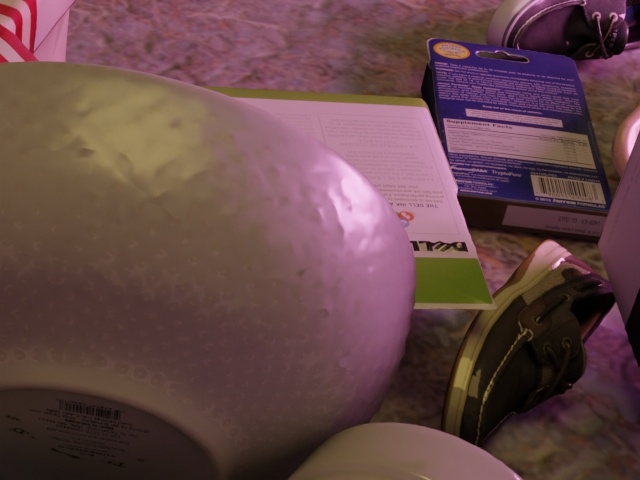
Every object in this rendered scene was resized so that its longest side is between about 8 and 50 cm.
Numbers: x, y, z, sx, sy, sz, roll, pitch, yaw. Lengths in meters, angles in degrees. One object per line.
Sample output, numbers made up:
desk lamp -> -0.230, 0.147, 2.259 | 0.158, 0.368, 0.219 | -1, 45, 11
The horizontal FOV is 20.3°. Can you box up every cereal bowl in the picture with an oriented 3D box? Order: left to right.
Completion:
cereal bowl -> -0.121, 0.057, 0.990 | 0.338, 0.339, 0.141 | 11, 58, -1

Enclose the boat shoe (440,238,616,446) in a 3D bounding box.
boat shoe -> 0.148, 0.071, 1.223 | 0.073, 0.080, 0.223 | 18, 33, 17

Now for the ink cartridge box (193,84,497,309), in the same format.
ink cartridge box -> 0.000, 0.000, 1.254 | 0.188, 0.097, 0.255 | 2, 37, -12

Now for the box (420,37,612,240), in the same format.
box -> 0.156, -0.086, 1.463 | 0.136, 0.036, 0.225 | 7, 39, -7

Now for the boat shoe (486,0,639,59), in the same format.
boat shoe -> 0.251, -0.194, 1.602 | 0.228, 0.080, 0.076 | -12, 41, -39

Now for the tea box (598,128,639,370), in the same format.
tea box -> 0.393, 0.047, 1.142 | 0.329, 0.220, 0.324 | -5, 53, -12

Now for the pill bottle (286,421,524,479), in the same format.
pill bottle -> -0.017, 0.256, 0.835 | 0.210, 0.210, 0.363 | 24, 39, 16

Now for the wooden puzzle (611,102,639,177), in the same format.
wooden puzzle -> 0.436, -0.041, 1.454 | 0.347, 0.080, 0.322 | 31, 41, 16

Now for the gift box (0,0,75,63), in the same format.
gift box -> -0.284, -0.101, 1.185 | 0.276, 0.258, 0.255 | 12, 38, 3
